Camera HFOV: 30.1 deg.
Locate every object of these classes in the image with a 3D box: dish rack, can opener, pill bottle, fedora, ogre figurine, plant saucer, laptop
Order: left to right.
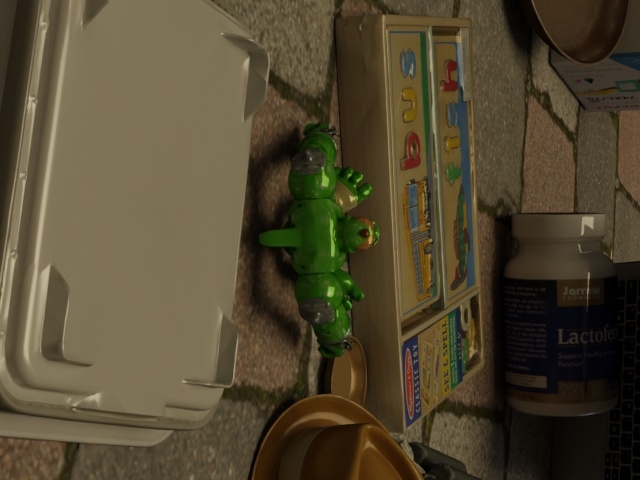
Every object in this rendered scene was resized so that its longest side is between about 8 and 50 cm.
[{"bbox_3d":[-0.118,-0.036,0.760,0.285,0.072,0.333,26,68,-63],"label":"dish rack"},{"bbox_3d":[0.000,0.000,0.992,0.118,0.097,0.197,-1,107,-83],"label":"ogre figurine"},{"bbox_3d":[0.021,0.132,1.119,0.083,0.015,0.083,0,90,-66],"label":"plant saucer"},{"bbox_3d":[0.034,0.216,0.990,0.194,0.079,0.194,18,59,-33],"label":"fedora"},{"bbox_3d":[0.101,0.257,1.249,0.093,0.074,0.280,-54,151,5],"label":"can opener"},{"bbox_3d":[0.322,0.094,1.601,0.153,0.153,0.265,-9,97,-65],"label":"pill bottle"},{"bbox_3d":[0.353,-0.403,1.707,0.310,0.050,0.310,2,87,-47],"label":"plant saucer"},{"bbox_3d":[0.406,0.198,1.658,0.236,0.408,0.382,11,79,-35],"label":"laptop"}]

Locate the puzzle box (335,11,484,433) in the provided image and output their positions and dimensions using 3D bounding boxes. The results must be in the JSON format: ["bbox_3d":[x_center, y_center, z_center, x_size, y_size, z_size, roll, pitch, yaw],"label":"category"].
[{"bbox_3d":[0.103,-0.032,1.250,0.272,0.052,0.409,-21,109,-63],"label":"puzzle box"}]

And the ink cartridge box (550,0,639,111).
[{"bbox_3d":[0.505,-0.342,1.935,0.270,0.198,0.197,24,68,-62],"label":"ink cartridge box"}]
